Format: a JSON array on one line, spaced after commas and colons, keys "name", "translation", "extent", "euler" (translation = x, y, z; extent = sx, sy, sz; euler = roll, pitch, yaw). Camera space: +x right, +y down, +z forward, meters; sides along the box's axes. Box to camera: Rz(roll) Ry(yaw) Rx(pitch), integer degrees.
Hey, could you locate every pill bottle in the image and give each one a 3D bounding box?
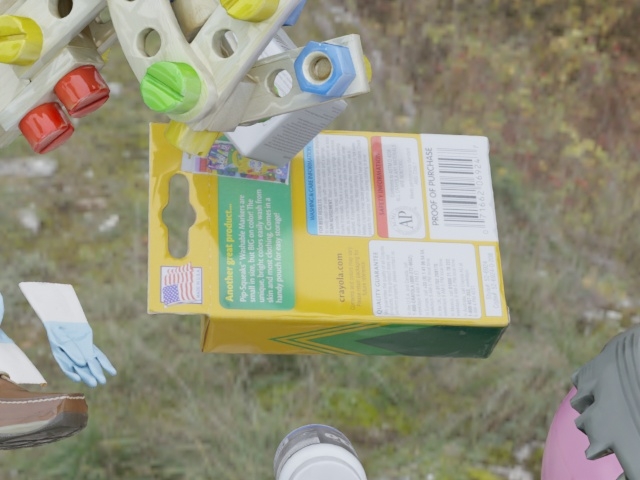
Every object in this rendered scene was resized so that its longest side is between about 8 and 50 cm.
[{"name": "pill bottle", "translation": [0.000, 0.209, 1.268], "extent": [0.078, 0.078, 0.137], "euler": [0, 4, -4]}]

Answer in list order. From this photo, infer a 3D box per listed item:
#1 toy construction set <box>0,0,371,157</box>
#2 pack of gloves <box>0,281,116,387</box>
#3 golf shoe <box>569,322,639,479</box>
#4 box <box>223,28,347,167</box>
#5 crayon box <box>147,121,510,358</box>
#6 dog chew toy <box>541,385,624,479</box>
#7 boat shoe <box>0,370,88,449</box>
[{"name": "toy construction set", "translation": [-0.152, -0.083, 0.876], "extent": [0.328, 0.151, 0.215], "euler": [-36, 80, 7]}, {"name": "pack of gloves", "translation": [-0.397, 0.139, 1.991], "extent": [0.195, 0.046, 0.232], "euler": [6, 31, -35]}, {"name": "golf shoe", "translation": [0.179, 0.082, 0.291], "extent": [0.273, 0.120, 0.105], "euler": [38, 20, 25]}, {"name": "box", "translation": [-0.050, -0.131, 1.280], "extent": [0.101, 0.087, 0.102], "euler": [50, 11, 15]}, {"name": "crayon box", "translation": [0.000, 0.000, 1.356], "extent": [0.323, 0.083, 0.203], "euler": [2, 61, -9]}, {"name": "dog chew toy", "translation": [0.254, 0.074, 0.783], "extent": [0.207, 0.331, 0.206], "euler": [16, 29, -9]}, {"name": "boat shoe", "translation": [-0.437, 0.198, 1.782], "extent": [0.324, 0.119, 0.122], "euler": [-7, -10, 22]}]
